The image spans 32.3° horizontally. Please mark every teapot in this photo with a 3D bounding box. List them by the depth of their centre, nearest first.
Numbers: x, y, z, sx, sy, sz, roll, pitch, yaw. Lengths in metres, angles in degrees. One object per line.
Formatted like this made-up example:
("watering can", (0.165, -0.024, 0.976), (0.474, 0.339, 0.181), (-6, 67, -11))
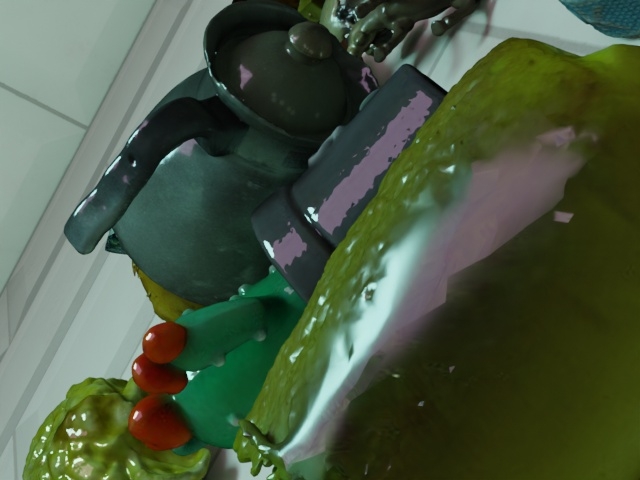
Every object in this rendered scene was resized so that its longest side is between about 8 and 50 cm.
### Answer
("teapot", (-0.093, -0.098, 1.031), (0.285, 0.305, 0.223), (-55, 43, 40))

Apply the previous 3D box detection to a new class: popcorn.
("popcorn", (-0.220, 0.248, 1.221), (0.217, 0.181, 0.235), (-46, 32, 33))

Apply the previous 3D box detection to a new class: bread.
("bread", (0.113, 0.050, 0.686), (0.377, 0.208, 0.251), (-54, 27, 11))

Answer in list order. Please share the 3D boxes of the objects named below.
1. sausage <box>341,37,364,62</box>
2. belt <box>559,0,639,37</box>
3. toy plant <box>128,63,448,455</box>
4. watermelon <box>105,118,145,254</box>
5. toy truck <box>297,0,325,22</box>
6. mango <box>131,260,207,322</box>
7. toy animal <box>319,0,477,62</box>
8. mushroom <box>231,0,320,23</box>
("sausage", (0.022, -0.149, 1.248), (0.097, 0.094, 0.348), (-58, 22, 20))
("belt", (0.243, -0.244, 0.873), (0.148, 0.082, 0.163), (-51, 25, 18))
("toy plant", (0.002, 0.048, 0.940), (0.400, 0.185, 0.279), (-49, 3, 12))
("watermelon", (-0.233, -0.094, 1.657), (0.318, 0.148, 0.226), (-101, 21, -60))
("toy truck", (0.042, -0.395, 1.441), (0.257, 0.127, 0.127), (-33, 32, 50))
("mango", (-0.160, 0.028, 1.398), (0.249, 0.156, 0.151), (-118, 34, -48))
("toy animal", (0.084, -0.245, 1.195), (0.214, 0.094, 0.186), (-22, 19, 21))
("mushroom", (-0.078, -0.277, 1.624), (0.227, 0.148, 0.218), (-79, 6, -56))
